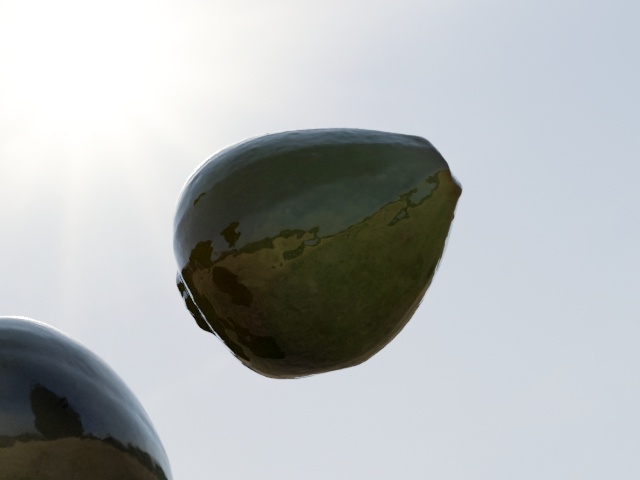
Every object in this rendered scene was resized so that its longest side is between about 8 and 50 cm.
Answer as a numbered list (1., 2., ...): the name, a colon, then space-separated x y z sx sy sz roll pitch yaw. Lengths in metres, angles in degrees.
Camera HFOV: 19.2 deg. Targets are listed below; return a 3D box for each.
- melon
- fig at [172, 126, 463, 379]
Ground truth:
1. melon: -0.274 0.203 1.690 0.272 0.308 0.272 -43 7 7
2. fig: -0.001 0.010 1.498 0.230 0.207 0.207 -5 -14 -4
